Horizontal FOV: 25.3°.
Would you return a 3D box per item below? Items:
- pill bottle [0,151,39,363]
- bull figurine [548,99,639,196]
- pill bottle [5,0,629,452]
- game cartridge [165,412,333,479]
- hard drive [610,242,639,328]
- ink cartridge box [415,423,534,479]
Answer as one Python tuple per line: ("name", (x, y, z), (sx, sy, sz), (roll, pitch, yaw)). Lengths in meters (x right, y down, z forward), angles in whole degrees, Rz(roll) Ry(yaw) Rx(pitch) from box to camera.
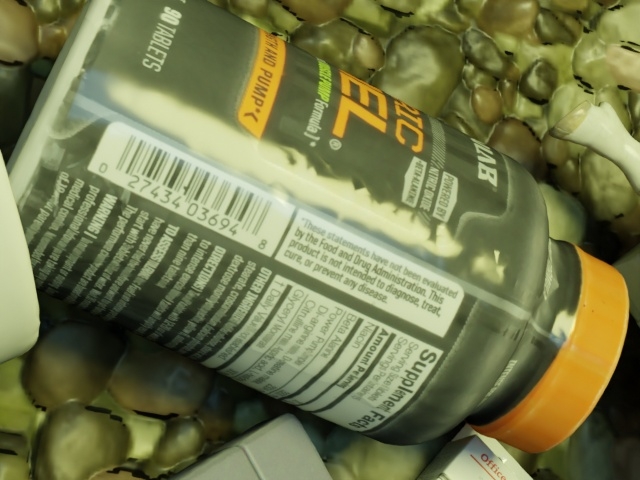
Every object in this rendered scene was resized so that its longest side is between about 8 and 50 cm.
("pill bottle", (-0.277, 0.023, 0.387), (0.363, 0.210, 0.210), (-23, 84, -21))
("bull figurine", (0.226, -0.026, 0.640), (0.310, 0.101, 0.188), (-34, 84, -33))
("pill bottle", (0.000, 0.000, 0.571), (0.245, 0.130, 0.130), (26, 67, -14))
("game cartridge", (0.003, 0.256, 0.495), (0.230, 0.068, 0.355), (-27, 86, -45))
("hard drive", (0.300, 0.091, 0.718), (0.203, 0.040, 0.308), (-33, 89, -27))
("ink cartridge box", (0.063, 0.119, 0.618), (0.048, 0.028, 0.083), (46, 63, -4))
